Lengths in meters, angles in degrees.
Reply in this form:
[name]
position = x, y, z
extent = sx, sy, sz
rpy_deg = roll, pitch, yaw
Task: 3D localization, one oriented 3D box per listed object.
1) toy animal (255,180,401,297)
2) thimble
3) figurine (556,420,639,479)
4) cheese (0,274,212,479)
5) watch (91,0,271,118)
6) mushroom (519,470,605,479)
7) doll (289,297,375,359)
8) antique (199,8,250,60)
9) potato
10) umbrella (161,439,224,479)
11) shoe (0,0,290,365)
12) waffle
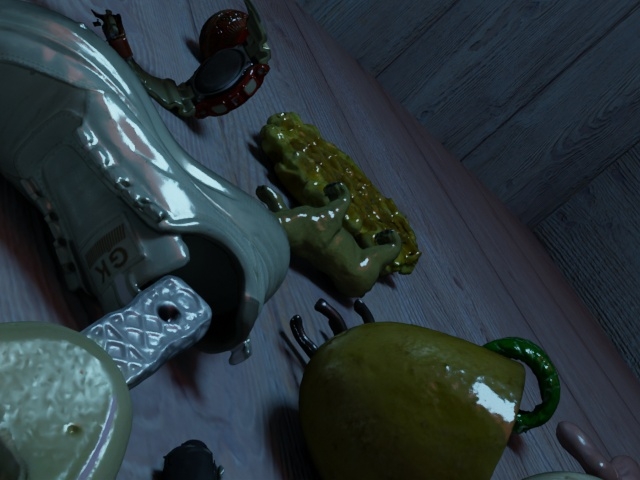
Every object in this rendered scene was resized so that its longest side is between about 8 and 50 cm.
[toy animal]
position = 0.000, 0.000, 1.029
extent = 0.218, 0.103, 0.101
rpy_deg = 42, 40, -38
[thimble]
position = 0.267, 0.196, 1.202
extent = 0.090, 0.118, 0.130
rpy_deg = 7, 71, -73
[figurine]
position = 0.319, 0.362, 0.802
extent = 0.154, 0.193, 0.421
rpy_deg = 34, 16, -33
[cheese]
position = -0.127, 0.077, 0.470
extent = 0.127, 0.050, 0.235
rpy_deg = 42, 31, 8
[watch]
position = -0.168, -0.251, 0.997
extent = 0.268, 0.165, 0.102
rpy_deg = 36, 18, -44
[mushroom]
position = 0.204, 0.260, 0.590
extent = 0.255, 0.184, 0.255
rpy_deg = 29, 20, -12
[doll]
position = 0.036, 0.132, 0.844
extent = 0.165, 0.057, 0.139
rpy_deg = 63, 18, 18
[antique]
position = -0.136, -0.299, 1.334
extent = 0.104, 0.104, 0.104
rpy_deg = 44, 16, -16
[potato]
position = 0.058, 0.138, 0.711
extent = 0.158, 0.178, 0.203
rpy_deg = 35, 54, 4
[umbrella]
position = -0.078, 0.163, 0.504
extent = 0.036, 0.031, 0.133
rpy_deg = 44, 15, -21
[shoe]
position = -0.143, -0.020, 0.620
extent = 0.316, 0.124, 0.159
rpy_deg = 39, 26, -27
[waffle]
position = 0.032, -0.068, 1.290
extent = 0.302, 0.068, 0.325
rpy_deg = 47, 17, -3
